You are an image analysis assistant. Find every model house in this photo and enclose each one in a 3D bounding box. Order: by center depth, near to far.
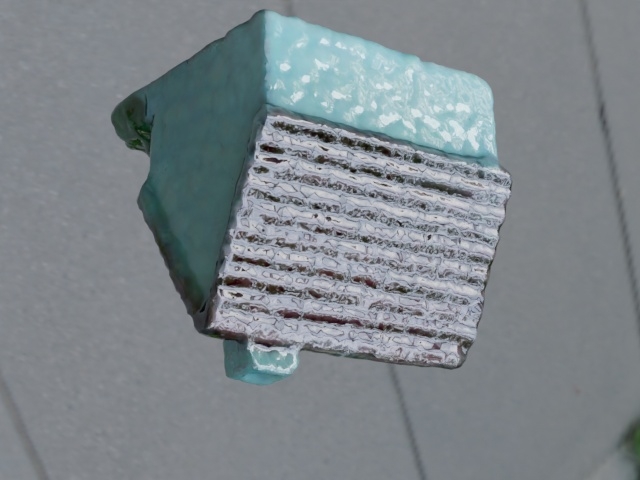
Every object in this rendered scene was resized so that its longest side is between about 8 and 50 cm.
[{"bbox_3d":[0.000,0.000,1.131,0.280,0.230,0.249,11,68,-36],"label":"model house"}]
